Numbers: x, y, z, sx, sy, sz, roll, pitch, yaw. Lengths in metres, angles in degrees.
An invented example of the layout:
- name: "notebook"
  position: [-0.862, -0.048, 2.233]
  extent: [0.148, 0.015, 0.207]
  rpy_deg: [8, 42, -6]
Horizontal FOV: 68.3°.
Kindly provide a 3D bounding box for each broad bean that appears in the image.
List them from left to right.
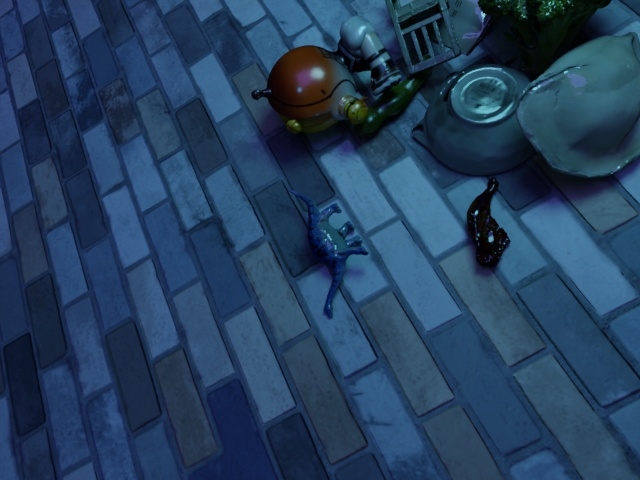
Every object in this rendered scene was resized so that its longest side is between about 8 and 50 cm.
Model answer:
- name: "broad bean"
  position: [0.188, -0.370, 1.180]
  extent: [0.098, 0.056, 0.317]
  rpy_deg: [25, 73, 34]

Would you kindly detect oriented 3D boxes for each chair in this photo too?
- name: "chair"
  position: [0.250, -0.557, 1.164]
  extent: [0.137, 0.147, 0.270]
  rpy_deg: [-18, 99, 24]

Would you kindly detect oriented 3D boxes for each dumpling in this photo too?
- name: "dumpling"
  position: [0.569, -0.273, 0.965]
  extent: [0.181, 0.341, 0.259]
  rpy_deg: [-24, 97, 49]

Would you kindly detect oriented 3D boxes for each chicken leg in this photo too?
- name: "chicken leg"
  position: [0.353, -0.041, 1.005]
  extent: [0.093, 0.053, 0.204]
  rpy_deg: [0, 76, -7]

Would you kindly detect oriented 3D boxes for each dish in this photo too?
- name: "dish"
  position: [0.362, -0.295, 1.059]
  extent: [0.304, 0.120, 0.302]
  rpy_deg: [-5, 69, 14]

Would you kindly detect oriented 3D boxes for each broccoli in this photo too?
- name: "broccoli"
  position: [0.480, -0.509, 1.013]
  extent: [0.304, 0.283, 0.321]
  rpy_deg: [20, 43, 39]

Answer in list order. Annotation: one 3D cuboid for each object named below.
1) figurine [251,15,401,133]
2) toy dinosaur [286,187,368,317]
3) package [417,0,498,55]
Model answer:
- name: "figurine"
  position: [0.004, -0.393, 1.156]
  extent: [0.323, 0.196, 0.320]
  rpy_deg: [-35, 50, 7]
- name: "toy dinosaur"
  position: [0.030, -0.001, 1.077]
  extent: [0.145, 0.076, 0.328]
  rpy_deg: [-22, 75, 16]
- name: "package"
  position: [0.372, -0.618, 1.217]
  extent: [0.204, 0.062, 0.250]
  rpy_deg: [37, 97, 25]
